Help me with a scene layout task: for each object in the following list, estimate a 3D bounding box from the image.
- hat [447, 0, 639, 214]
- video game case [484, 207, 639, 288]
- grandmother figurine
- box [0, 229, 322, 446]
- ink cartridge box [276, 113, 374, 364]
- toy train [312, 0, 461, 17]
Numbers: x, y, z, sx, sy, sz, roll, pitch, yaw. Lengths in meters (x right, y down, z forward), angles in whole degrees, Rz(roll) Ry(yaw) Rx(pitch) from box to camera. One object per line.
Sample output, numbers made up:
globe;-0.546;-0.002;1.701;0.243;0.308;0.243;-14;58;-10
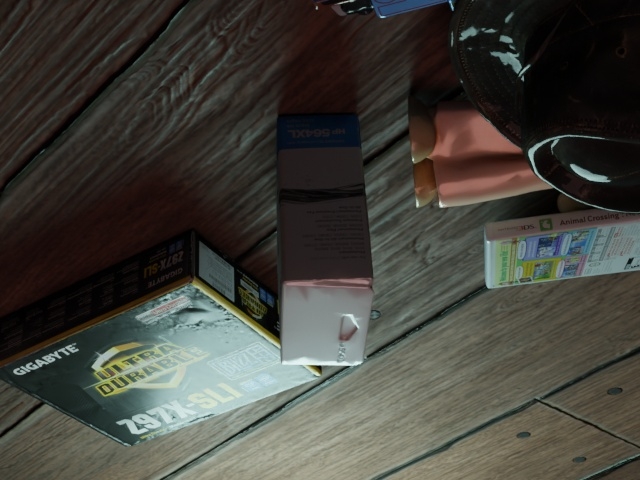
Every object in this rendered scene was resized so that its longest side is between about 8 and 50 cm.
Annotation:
hat;0.251;-0.105;0.855;0.331;0.134;0.331;12;147;8
video game case;0.274;0.007;1.192;0.193;0.023;0.212;-8;164;7
grandmother figurine;0.260;-0.090;1.064;0.342;0.104;0.208;-4;152;7
box;-0.198;0.133;1.349;0.322;0.079;0.257;-23;140;25
ink cartridge box;0.000;0.000;1.078;0.085;0.203;0.148;0;142;-3
toy train;0.074;-0.230;0.886;0.184;0.080;0.105;-13;147;13
